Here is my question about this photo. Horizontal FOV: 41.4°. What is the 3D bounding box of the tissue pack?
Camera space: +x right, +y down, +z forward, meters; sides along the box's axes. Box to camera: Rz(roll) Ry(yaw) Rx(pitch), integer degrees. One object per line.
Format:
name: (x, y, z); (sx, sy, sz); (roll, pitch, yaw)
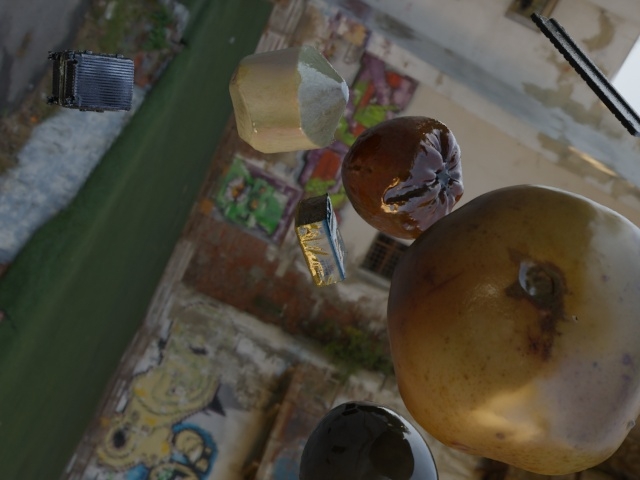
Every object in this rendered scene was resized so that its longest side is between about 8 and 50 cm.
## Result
tissue pack: (0.000, 0.000, 1.849); (0.120, 0.082, 0.169); (-86, 161, -55)

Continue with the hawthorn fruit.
hawthorn fruit: (0.163, -0.144, 1.886); (0.298, 0.277, 0.277); (13, -105, 41)

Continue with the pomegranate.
pomegranate: (0.298, 0.128, 1.204); (0.416, 0.416, 0.417); (-156, -90, -84)

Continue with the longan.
longan: (0.081, 0.377, 1.366); (0.248, 0.248, 0.248); (-156, -90, -84)

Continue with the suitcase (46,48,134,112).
suitcase: (-0.323, -0.225, 1.199); (0.126, 0.059, 0.086); (-7, 106, -52)

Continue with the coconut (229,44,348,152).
coconut: (-0.056, -0.306, 1.836); (0.239, 0.244, 0.239); (-2, 90, -66)

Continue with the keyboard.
keyboard: (0.500, -0.305, 1.558); (0.100, 0.310, 0.018); (-4, 145, -49)
